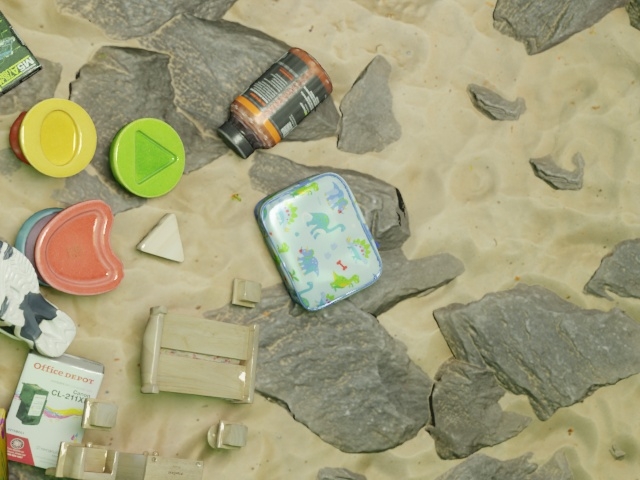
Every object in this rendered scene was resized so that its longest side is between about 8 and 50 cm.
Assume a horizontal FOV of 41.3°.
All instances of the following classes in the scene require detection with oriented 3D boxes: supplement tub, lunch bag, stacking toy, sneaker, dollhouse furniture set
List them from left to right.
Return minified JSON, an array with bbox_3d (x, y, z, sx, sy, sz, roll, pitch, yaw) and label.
[{"bbox_3d":[-0.498,0.082,1.320,0.094,0.153,0.235,-61,140,-26],"label":"sneaker"},{"bbox_3d":[-0.374,-0.074,1.402,0.279,0.130,0.309,-6,98,-40],"label":"stacking toy"},{"bbox_3d":[-0.279,0.219,1.402,0.303,0.173,0.356,17,70,-38],"label":"dollhouse furniture set"},{"bbox_3d":[-0.081,-0.228,1.439,0.198,0.106,0.106,-43,102,-8],"label":"supplement tub"},{"bbox_3d":[0.000,0.000,1.479,0.176,0.090,0.219,-27,99,-10],"label":"lunch bag"}]

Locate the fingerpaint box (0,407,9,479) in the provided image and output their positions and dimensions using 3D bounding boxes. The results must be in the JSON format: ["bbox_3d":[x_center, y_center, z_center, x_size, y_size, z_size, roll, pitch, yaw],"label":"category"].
[{"bbox_3d":[-0.697,0.455,1.249,0.444,0.163,0.371,0,109,-14],"label":"fingerpaint box"}]

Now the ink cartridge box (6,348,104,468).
[{"bbox_3d":[-0.443,0.276,1.394,0.127,0.072,0.175,18,89,-14],"label":"ink cartridge box"}]

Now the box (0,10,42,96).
[{"bbox_3d":[-0.576,-0.299,1.345,0.190,0.045,0.184,-38,103,-10],"label":"box"}]
